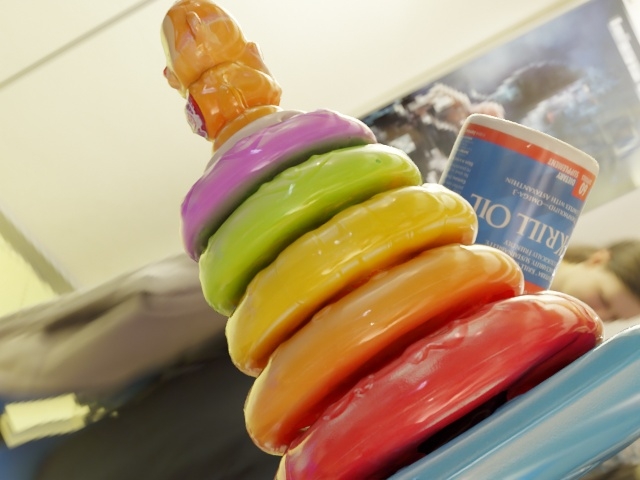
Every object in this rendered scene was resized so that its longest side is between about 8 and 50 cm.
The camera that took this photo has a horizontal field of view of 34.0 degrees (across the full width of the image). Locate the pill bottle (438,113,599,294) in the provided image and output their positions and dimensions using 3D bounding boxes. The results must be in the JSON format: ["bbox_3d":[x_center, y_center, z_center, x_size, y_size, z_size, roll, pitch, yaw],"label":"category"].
[{"bbox_3d":[0.143,0.013,0.904,0.124,0.221,0.124,21,3,-1],"label":"pill bottle"}]

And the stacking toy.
[{"bbox_3d":[0.000,0.000,0.486,0.302,0.166,0.175,57,-8,19],"label":"stacking toy"}]
